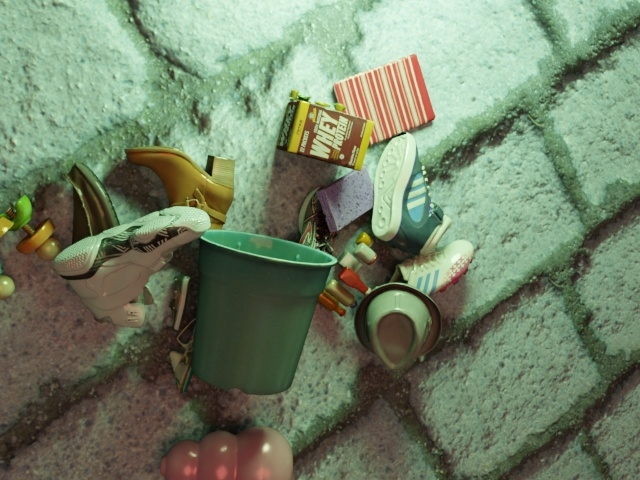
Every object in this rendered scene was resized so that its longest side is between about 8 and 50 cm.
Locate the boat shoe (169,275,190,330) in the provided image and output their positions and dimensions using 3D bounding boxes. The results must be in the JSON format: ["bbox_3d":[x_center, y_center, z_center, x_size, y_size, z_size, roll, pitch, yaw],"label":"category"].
[{"bbox_3d":[-0.367,0.160,1.676,0.040,0.049,0.142,11,90,-1],"label":"boat shoe"}]

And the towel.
[{"bbox_3d":[0.182,-0.390,1.824,0.275,0.031,0.198,-22,103,-14],"label":"towel"}]

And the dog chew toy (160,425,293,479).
[{"bbox_3d":[-0.243,0.583,1.679,0.332,0.206,0.206,5,93,-11],"label":"dog chew toy"}]

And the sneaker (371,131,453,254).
[{"bbox_3d":[0.275,-0.118,1.835,0.236,0.130,0.322,20,74,-32],"label":"sneaker"}]

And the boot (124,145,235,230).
[{"bbox_3d":[-0.360,-0.119,1.634,0.284,0.109,0.220,8,96,-27],"label":"boot"}]

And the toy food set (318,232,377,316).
[{"bbox_3d":[0.094,0.100,1.789,0.104,0.111,0.232,40,84,-15],"label":"toy food set"}]

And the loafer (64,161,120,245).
[{"bbox_3d":[-0.539,-0.006,1.553,0.130,0.134,0.365,-21,102,-14],"label":"loafer"}]

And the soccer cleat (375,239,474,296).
[{"bbox_3d":[0.299,0.089,1.850,0.331,0.116,0.143,-41,121,-10],"label":"soccer cleat"}]

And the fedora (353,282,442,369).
[{"bbox_3d":[0.208,0.254,1.769,0.244,0.124,0.275,8,119,5],"label":"fedora"}]

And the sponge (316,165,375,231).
[{"bbox_3d":[0.077,-0.116,1.757,0.210,0.031,0.117,-34,109,-46],"label":"sponge"}]

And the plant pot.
[{"bbox_3d":[-0.158,0.172,1.577,0.341,0.341,0.334,9,98,-19],"label":"plant pot"}]

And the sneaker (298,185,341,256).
[{"bbox_3d":[0.000,0.000,1.751,0.121,0.112,0.299,11,90,-20],"label":"sneaker"}]

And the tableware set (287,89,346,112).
[{"bbox_3d":[-0.007,-0.372,1.728,0.154,0.104,0.024,16,108,4],"label":"tableware set"}]

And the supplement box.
[{"bbox_3d":[0.006,-0.271,1.676,0.194,0.191,0.129,13,97,-15],"label":"supplement box"}]

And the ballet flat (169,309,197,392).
[{"bbox_3d":[-0.342,0.280,1.685,0.079,0.077,0.221,24,82,-1],"label":"ballet flat"}]

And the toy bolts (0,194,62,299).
[{"bbox_3d":[-0.717,0.042,1.475,0.229,0.218,0.158,-36,112,6],"label":"toy bolts"}]

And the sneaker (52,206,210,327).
[{"bbox_3d":[-0.396,0.064,1.473,0.366,0.137,0.210,-19,112,5],"label":"sneaker"}]
